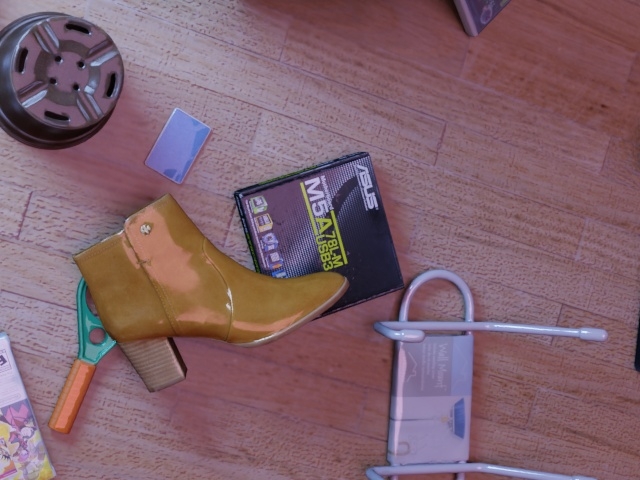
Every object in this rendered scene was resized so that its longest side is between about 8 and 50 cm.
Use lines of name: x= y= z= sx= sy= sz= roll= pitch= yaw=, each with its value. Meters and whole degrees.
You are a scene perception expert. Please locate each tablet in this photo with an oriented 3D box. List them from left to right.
tablet: x=-0.179 y=-0.119 z=1.528 sx=0.054 sy=0.006 sz=0.083 roll=31 pitch=85 yaw=-18

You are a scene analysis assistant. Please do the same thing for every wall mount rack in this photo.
wall mount rack: x=0.216 y=0.219 z=1.621 sx=0.304 sy=0.130 sz=0.350 roll=1 pitch=94 yaw=-19

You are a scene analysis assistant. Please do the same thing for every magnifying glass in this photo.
magnifying glass: x=-0.280 y=0.127 z=1.505 sx=0.092 sy=0.026 sz=0.231 roll=23 pitch=84 yaw=-19

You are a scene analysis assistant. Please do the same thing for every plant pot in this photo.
plant pot: x=-0.300 y=-0.189 z=1.399 sx=0.167 sy=0.165 sz=0.167 roll=-1 pitch=94 yaw=-19

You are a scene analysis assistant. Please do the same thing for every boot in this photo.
boot: x=-0.132 y=0.035 z=1.473 sx=0.295 sy=0.104 sz=0.211 roll=-25 pitch=99 yaw=-6

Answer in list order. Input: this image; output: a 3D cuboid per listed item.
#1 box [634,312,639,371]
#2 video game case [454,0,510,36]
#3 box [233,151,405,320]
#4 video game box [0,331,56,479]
box: x=0.576 y=0.067 z=1.770 sx=0.216 sy=0.060 sz=0.270 roll=4 pitch=93 yaw=-20
video game case: x=0.229 y=-0.387 z=1.585 sx=0.173 sy=0.022 sz=0.190 roll=-46 pitch=142 yaw=-10
box: x=0.000 y=0.000 z=1.578 sx=0.184 sy=0.045 sz=0.191 roll=-17 pitch=100 yaw=-14
video game box: x=-0.441 y=0.230 z=1.443 sx=0.205 sy=0.048 sz=0.187 roll=-19 pitch=98 yaw=-16
